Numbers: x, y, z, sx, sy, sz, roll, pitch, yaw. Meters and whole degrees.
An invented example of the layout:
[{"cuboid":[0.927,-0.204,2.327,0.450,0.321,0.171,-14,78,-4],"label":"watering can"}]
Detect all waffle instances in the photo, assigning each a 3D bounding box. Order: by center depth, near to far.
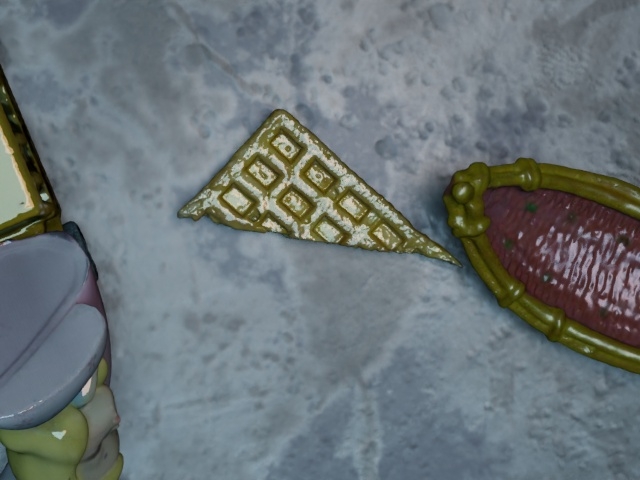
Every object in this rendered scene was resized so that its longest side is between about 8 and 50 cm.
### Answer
[{"cuboid":[0.000,0.000,1.128,0.191,0.032,0.125,43,85,-5],"label":"waffle"}]

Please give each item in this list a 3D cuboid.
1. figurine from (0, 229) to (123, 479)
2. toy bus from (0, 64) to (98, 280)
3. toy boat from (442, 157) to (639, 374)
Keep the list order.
[{"cuboid":[-0.211,0.202,0.989,0.206,0.284,0.315,-7,129,2],"label":"figurine"},{"cuboid":[-0.274,-0.090,1.046,0.121,0.123,0.335,-22,94,-6],"label":"toy bus"},{"cuboid":[0.231,0.025,1.129,0.318,0.099,0.141,24,92,-10],"label":"toy boat"}]
